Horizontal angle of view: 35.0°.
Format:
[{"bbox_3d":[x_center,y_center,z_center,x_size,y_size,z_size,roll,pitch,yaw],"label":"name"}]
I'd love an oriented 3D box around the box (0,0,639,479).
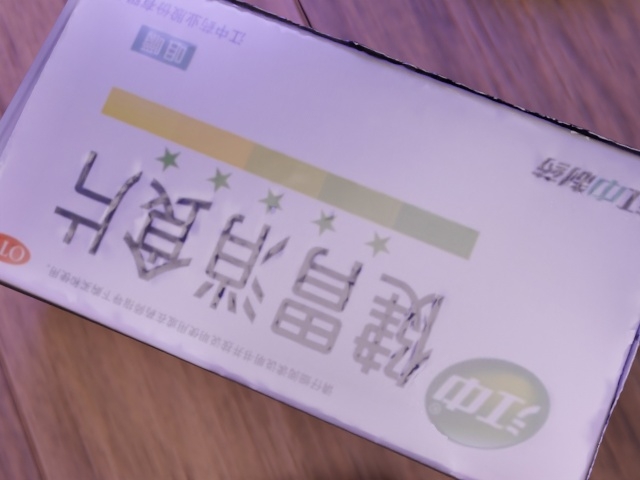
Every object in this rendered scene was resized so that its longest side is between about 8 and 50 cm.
[{"bbox_3d":[-0.002,-0.001,0.529,0.332,0.145,0.173,22,81,7],"label":"box"}]
